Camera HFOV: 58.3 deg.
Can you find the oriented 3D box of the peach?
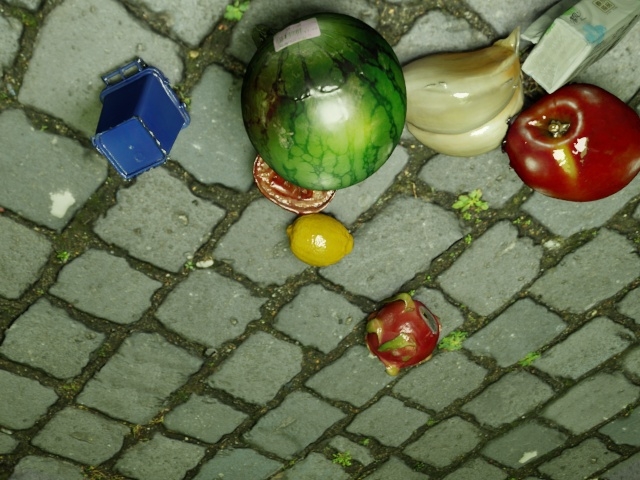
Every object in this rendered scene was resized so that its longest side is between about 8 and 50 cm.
[{"bbox_3d":[0.595,-0.187,1.279,0.361,0.201,0.258,31,103,-37],"label":"peach"}]

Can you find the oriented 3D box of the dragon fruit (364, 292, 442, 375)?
[{"bbox_3d":[0.238,0.276,1.712,0.227,0.224,0.224,-30,124,18],"label":"dragon fruit"}]

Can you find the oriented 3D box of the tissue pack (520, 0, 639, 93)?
[{"bbox_3d":[0.536,-0.445,1.193,0.229,0.145,0.159,-37,167,-20],"label":"tissue pack"}]

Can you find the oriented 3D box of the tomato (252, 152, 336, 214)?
[{"bbox_3d":[-0.051,-0.181,1.406,0.228,0.101,0.228,-4,113,-8],"label":"tomato"}]

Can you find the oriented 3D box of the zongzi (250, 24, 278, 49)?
[{"bbox_3d":[-0.081,-0.434,1.244,0.119,0.055,0.109,-28,125,1],"label":"zongzi"}]

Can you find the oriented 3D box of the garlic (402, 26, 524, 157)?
[{"bbox_3d":[0.313,-0.317,1.295,0.313,0.286,0.249,-22,81,4],"label":"garlic"}]

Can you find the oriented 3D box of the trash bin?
[{"bbox_3d":[-0.392,-0.256,1.227,0.162,0.234,0.184,-23,126,12],"label":"trash bin"}]

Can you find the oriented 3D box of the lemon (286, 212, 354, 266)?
[{"bbox_3d":[0.000,0.000,1.517,0.187,0.142,0.142,12,124,-12],"label":"lemon"}]

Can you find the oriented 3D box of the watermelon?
[{"bbox_3d":[0.011,-0.272,1.164,0.363,0.363,0.363,-3,127,-4],"label":"watermelon"}]
